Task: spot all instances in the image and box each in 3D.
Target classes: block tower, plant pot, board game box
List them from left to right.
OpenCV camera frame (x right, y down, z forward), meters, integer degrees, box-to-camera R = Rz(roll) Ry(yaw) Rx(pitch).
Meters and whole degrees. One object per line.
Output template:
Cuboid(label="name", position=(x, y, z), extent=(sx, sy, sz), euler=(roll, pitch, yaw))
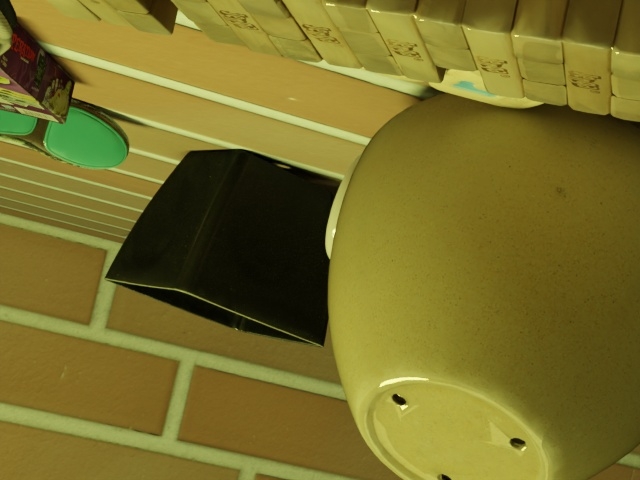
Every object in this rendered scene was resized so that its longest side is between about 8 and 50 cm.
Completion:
Cuboid(label="board game box", position=(-0.398, -0.174, 1.080), extent=(0.347, 0.056, 0.208), euler=(13, 178, 4))
Cuboid(label="plant pot", position=(-0.091, 0.002, 1.396), extent=(0.187, 0.167, 0.188), euler=(25, 168, -32))
Cuboid(label="block tower", position=(0.049, -0.110, 0.484), extent=(0.335, 0.097, 0.091), euler=(10, 174, 13))
Cuboid(label="plant pot", position=(0.120, 0.067, 0.873), extent=(0.284, 0.191, 0.284), euler=(16, 139, 15))

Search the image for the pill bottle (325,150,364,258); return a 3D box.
Cuboid(label="pill bottle", position=(0.109, -0.001, 1.128), extent=(0.186, 0.112, 0.112), euler=(21, 177, 18))

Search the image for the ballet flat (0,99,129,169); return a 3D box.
Cuboid(label="ballet flat", position=(-0.278, -0.122, 1.275), extent=(0.188, 0.070, 0.070), euler=(19, 171, -33))

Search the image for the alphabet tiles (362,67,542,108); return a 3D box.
Cuboid(label="alphabet tiles", position=(0.107, -0.112, 0.676), extent=(0.278, 0.021, 0.284), euler=(12, 174, -17))

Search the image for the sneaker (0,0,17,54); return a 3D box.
Cuboid(label="sneaker", position=(-0.212, -0.129, 0.521), extent=(0.226, 0.163, 0.086), euler=(7, -146, 46))
